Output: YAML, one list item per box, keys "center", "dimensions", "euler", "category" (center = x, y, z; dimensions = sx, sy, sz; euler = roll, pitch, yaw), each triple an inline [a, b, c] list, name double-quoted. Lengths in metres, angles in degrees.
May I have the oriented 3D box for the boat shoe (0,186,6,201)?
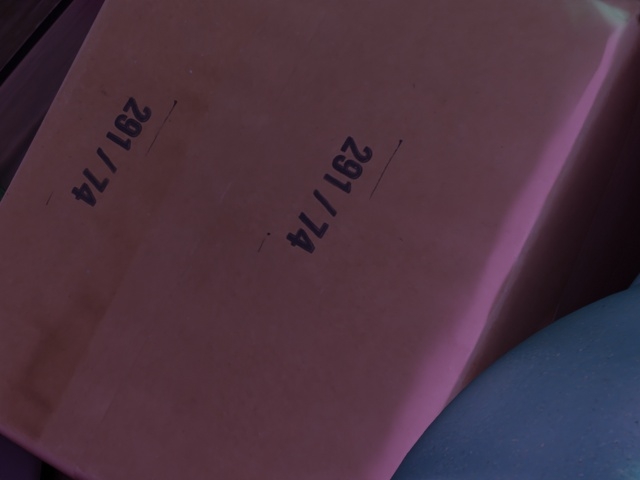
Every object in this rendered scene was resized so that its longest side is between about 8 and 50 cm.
- center: [-0.285, -0.059, 1.154]
  dimensions: [0.233, 0.084, 0.079]
  euler: [43, 95, 25]
  category: "boat shoe"

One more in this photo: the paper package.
- center: [0.000, 0.000, 0.956]
  dimensions: [0.309, 0.168, 0.325]
  euler: [24, 88, 30]
  category: "paper package"

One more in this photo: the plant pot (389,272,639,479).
- center: [0.176, 0.125, 0.760]
  dimensions: [0.293, 0.293, 0.196]
  euler: [16, 59, 28]
  category: "plant pot"

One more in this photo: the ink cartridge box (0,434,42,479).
- center: [-0.311, 0.132, 1.071]
  dimensions: [0.289, 0.121, 0.211]
  euler: [-11, 59, 23]
  category: "ink cartridge box"
